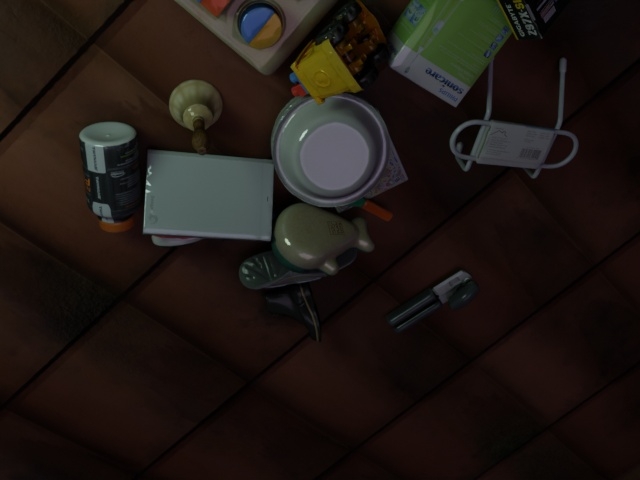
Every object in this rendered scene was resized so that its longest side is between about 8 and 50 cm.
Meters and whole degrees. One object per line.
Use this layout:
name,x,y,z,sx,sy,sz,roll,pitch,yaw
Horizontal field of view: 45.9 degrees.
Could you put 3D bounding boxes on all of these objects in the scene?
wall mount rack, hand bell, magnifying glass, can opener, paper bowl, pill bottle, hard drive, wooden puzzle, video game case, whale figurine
wall mount rack,0.487,-0.309,1.899,0.349,0.130,0.304,4,125,-16
hand bell,-0.271,-0.254,1.680,0.126,0.242,0.126,-6,124,-8
magnifying glass,0.092,-0.109,1.964,0.230,0.026,0.092,27,113,-24
can opener,0.327,0.189,2.203,0.283,0.095,0.076,-34,123,10
paper bowl,0.026,-0.217,1.802,0.284,0.148,0.284,-2,111,-5
pill bottle,-0.487,-0.142,1.773,0.130,0.130,0.246,-3,123,-11
hard drive,-0.269,-0.107,1.838,0.307,0.040,0.203,3,84,-16
wooden puzzle,-0.128,-0.559,1.610,0.347,0.080,0.322,35,109,-30
video game case,0.093,-0.201,1.932,0.206,0.026,0.227,-26,125,5
whale figurine,0.000,0.000,1.941,0.271,0.216,0.141,-4,154,-28

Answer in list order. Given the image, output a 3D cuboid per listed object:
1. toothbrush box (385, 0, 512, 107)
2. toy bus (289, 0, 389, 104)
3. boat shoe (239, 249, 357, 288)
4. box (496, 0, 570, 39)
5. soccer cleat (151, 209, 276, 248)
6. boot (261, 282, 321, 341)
toothbrush box,0.302,-0.485,1.733,0.206,0.122,0.283,24,114,-26
toy bus,0.025,-0.408,1.703,0.211,0.220,0.149,-20,121,39
boat shoe,-0.059,0.060,2.031,0.320,0.118,0.103,-19,170,-4
box,0.478,-0.634,1.613,0.322,0.079,0.257,-52,127,-15
soccer cleat,-0.270,-0.063,1.897,0.318,0.109,0.117,-8,116,-7
boot,-0.077,0.211,2.146,0.136,0.077,0.198,-15,112,2
